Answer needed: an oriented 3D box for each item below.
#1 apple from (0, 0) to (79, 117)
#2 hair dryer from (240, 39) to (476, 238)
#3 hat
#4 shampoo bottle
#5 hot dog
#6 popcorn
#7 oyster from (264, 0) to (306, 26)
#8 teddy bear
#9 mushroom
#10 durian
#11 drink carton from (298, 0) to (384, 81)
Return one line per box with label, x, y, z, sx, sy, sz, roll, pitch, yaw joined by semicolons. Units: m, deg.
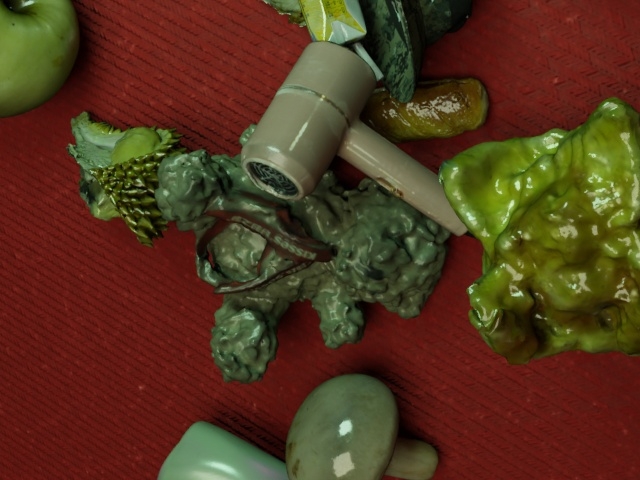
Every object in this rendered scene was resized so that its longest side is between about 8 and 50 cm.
apple;-0.475;-0.300;1.641;0.262;0.262;0.262;7;109;20
hair dryer;0.083;-0.081;1.458;0.344;0.189;0.107;33;158;-9
hat;0.119;-0.311;1.442;0.128;0.265;0.266;-16;102;-6
shampoo bottle;-0.072;0.422;1.751;0.349;0.151;0.222;26;137;14
hot dog;0.085;-0.163;1.558;0.285;0.061;0.088;-11;114;26
popcorn;0.301;-0.020;1.396;0.325;0.290;0.321;23;103;16
oyster;-0.043;-0.343;1.567;0.086;0.029;0.132;-43;74;5
teddy bear;0.000;0.000;1.565;0.367;0.224;0.357;-6;114;19
mushroom;0.062;0.299;1.658;0.215;0.207;0.207;19;118;-20
durian;-0.285;-0.092;1.653;0.166;0.306;0.172;5;114;-26
drink carton;0.017;-0.291;1.498;0.074;0.084;0.200;-18;85;-5
